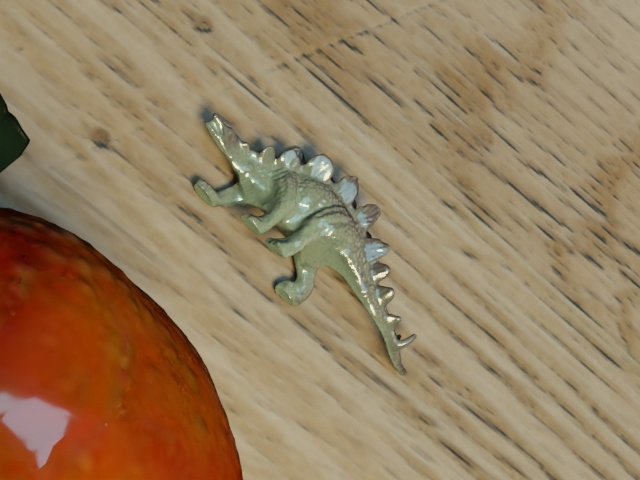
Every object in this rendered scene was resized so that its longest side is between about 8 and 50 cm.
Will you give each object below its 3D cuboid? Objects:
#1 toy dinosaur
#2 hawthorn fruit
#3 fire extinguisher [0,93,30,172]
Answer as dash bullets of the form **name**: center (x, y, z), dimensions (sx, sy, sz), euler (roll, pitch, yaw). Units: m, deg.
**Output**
- **toy dinosaur**: center (0.001, 0.000, 1.149), dimensions (0.082, 0.039, 0.209), euler (-42, 104, -24)
- **hawthorn fruit**: center (-0.166, 0.149, 0.934), dimensions (0.330, 0.287, 0.287), euler (46, 68, -22)
- **fire extinguisher**: center (-0.277, -0.154, 1.003), dimensions (0.311, 0.095, 0.114), euler (56, 29, -12)
